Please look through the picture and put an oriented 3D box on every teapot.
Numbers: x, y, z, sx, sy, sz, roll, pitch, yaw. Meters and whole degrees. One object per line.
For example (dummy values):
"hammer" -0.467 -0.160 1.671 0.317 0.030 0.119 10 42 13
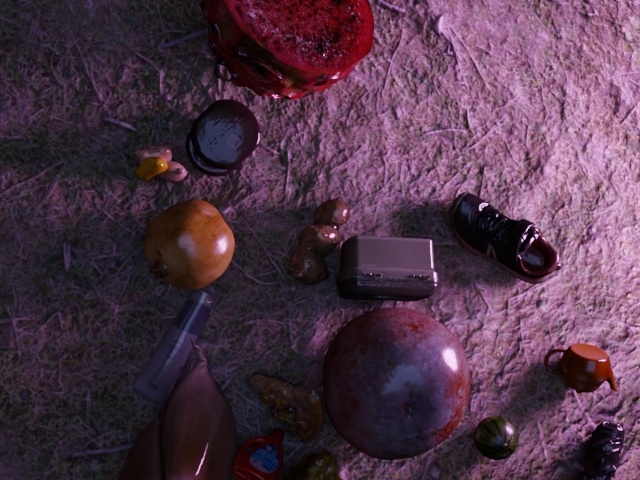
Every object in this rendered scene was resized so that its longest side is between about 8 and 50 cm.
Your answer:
"teapot" 0.600 0.301 1.872 0.173 0.116 0.116 15 84 18

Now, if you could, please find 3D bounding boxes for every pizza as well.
"pizza" -0.079 0.347 1.735 0.195 0.185 0.052 31 46 19

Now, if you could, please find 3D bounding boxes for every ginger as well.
"ginger" 0.000 0.000 1.785 0.104 0.080 0.204 26 83 -41

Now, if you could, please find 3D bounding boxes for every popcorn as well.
"popcorn" -0.037 0.564 1.696 0.236 0.206 0.252 6 75 4

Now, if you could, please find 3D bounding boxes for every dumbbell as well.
"dumbbell" -0.204 -0.207 1.682 0.124 0.225 0.140 44 82 -8

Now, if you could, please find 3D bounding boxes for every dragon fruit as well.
"dragon fruit" -0.089 -0.458 1.697 0.370 0.249 0.386 -16 77 -37

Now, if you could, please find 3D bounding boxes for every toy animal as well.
"toy animal" -0.338 -0.172 1.731 0.114 0.091 0.082 4 73 -8

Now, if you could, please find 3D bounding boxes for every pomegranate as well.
"pomegranate" -0.277 0.016 1.685 0.196 0.196 0.196 0 87 -10

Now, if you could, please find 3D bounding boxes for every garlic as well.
"garlic" -0.302 0.405 1.652 0.231 0.246 0.340 -8 62 16

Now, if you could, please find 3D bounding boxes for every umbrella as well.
"umbrella" 0.618 0.572 1.864 0.094 0.090 0.326 25 83 -30

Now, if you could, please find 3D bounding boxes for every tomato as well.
"tomato" 0.157 0.295 1.704 0.316 0.282 0.317 -1 100 -8

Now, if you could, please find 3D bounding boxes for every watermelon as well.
"watermelon" 0.395 0.445 1.822 0.109 0.109 0.109 0 87 -10

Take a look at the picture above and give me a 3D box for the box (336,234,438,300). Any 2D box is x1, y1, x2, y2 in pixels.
"box" 0.145 0.062 1.776 0.210 0.148 0.129 3 79 -12

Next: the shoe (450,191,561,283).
"shoe" 0.418 0.000 1.830 0.291 0.137 0.114 34 81 -6

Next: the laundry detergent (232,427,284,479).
"laundry detergent" -0.121 0.450 1.712 0.097 0.165 0.049 33 120 2

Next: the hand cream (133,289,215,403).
"hand cream" -0.305 0.224 1.737 0.079 0.048 0.255 28 85 -2
